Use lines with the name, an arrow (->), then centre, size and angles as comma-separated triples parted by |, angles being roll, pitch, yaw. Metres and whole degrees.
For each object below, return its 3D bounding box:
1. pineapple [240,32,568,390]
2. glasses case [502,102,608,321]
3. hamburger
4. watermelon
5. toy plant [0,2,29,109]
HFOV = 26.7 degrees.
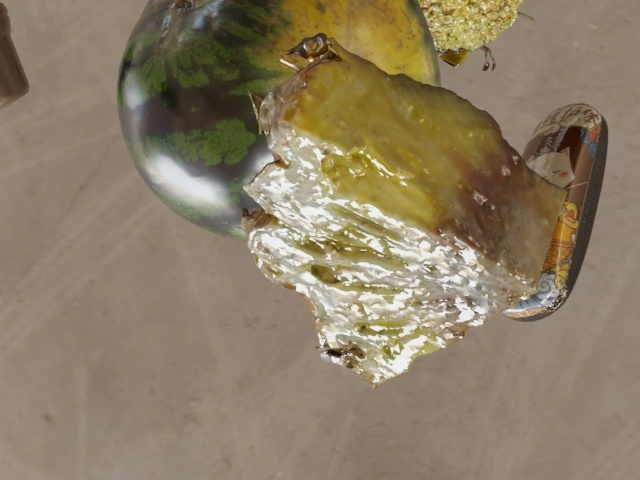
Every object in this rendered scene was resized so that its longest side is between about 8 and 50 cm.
pineapple -> 0.043, -0.010, 0.762 | 0.186, 0.236, 0.115 | 10, 61, 22
glasses case -> 0.310, -0.041, 1.821 | 0.122, 0.082, 0.321 | -17, 50, 53
hamburger -> 0.181, -0.350, 1.785 | 0.243, 0.261, 0.139 | -56, 26, 10
watermelon -> -0.030, -0.127, 1.092 | 0.269, 0.269, 0.269 | 0, 91, 35
toy plant -> -0.348, -0.206, 1.244 | 0.105, 0.143, 0.200 | -33, 101, 0
